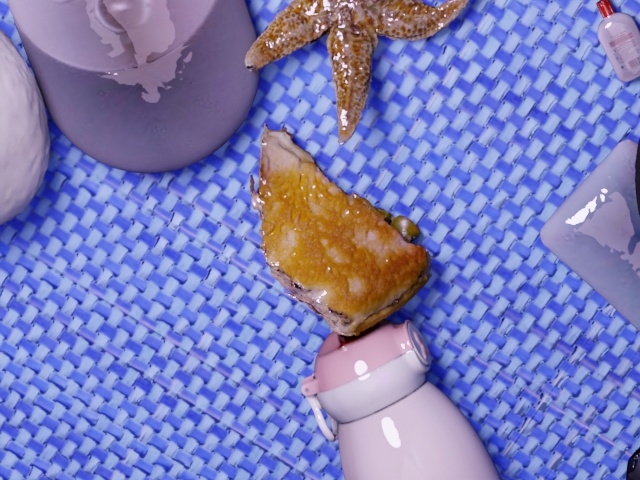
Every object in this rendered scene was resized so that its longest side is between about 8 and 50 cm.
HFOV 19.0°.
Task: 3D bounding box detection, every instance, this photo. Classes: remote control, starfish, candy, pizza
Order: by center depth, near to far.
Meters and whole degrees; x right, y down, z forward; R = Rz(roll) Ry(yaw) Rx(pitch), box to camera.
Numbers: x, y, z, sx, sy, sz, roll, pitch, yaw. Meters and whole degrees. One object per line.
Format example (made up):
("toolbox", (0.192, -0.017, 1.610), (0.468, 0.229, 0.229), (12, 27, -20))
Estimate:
("starfish", (0.025, -0.236, 1.850), (0.235, 0.062, 0.277), (15, 94, -4))
("remote control", (-0.187, -0.227, 1.863), (0.221, 0.103, 0.332), (-18, 104, 5))
("candy", (-0.394, -0.132, 1.868), (0.295, 0.185, 0.296), (19, 134, 21))
("candy", (0.320, 0.002, 1.890), (0.174, 0.071, 0.138), (41, 96, -6))
("pizza", (0.000, 0.000, 1.906), (0.226, 0.069, 0.147), (35, 64, -2))

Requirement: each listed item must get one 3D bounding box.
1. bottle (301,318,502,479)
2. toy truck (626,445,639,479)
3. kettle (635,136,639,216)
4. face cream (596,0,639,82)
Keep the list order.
("bottle", (0.075, 0.185, 1.934), (0.147, 0.147, 0.237), (-25, 93, 12))
("toy truck", (0.428, 0.230, 1.918), (0.165, 0.147, 0.224), (20, 105, -25))
("kettle", (0.464, -0.081, 1.797), (0.271, 0.207, 0.251), (4, 89, -22))
("face cream", (0.293, -0.198, 1.865), (0.040, 0.021, 0.083), (-26, 101, 12))
